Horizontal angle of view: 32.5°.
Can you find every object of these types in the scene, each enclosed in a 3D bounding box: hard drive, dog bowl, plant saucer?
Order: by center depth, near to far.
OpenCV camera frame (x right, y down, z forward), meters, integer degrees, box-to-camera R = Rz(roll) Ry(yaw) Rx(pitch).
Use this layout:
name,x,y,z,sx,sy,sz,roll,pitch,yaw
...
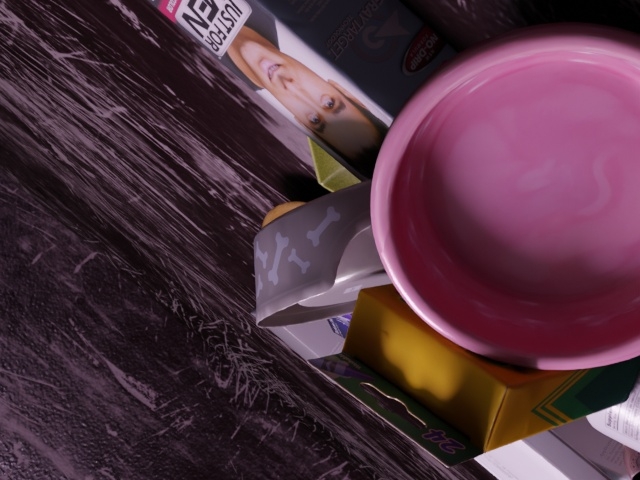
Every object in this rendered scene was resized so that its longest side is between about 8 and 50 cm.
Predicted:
name,x,y,z,sx,sy,sz,roll,pitch,yaw
plant saucer,0.213,-0.040,0.992,0.332,0.332,0.084,42,-155,-13
dog bowl,0.083,0.003,1.247,0.349,0.348,0.102,130,125,-73
plant saucer,0.073,-0.093,1.446,0.188,0.045,0.188,31,162,20
hard drive,0.297,0.318,1.609,0.203,0.040,0.307,39,165,7

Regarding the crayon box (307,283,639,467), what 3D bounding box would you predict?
name,x,y,z,sx,sy,sz,roll,pitch,yaw
crayon box,0.173,0.117,1.157,0.322,0.083,0.203,-8,-149,-45

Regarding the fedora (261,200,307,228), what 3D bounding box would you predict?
name,x,y,z,sx,sy,sz,roll,pitch,yaw
fedora,0.000,0.000,1.732,0.194,0.079,0.194,22,137,22

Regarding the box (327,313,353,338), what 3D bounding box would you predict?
name,x,y,z,sx,sy,sz,roll,pitch,yaw
box,0.112,0.124,1.814,0.207,0.108,0.153,27,160,28

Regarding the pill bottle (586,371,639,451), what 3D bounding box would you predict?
name,x,y,z,sx,sy,sz,roll,pitch,yaw
pill bottle,0.410,0.177,1.279,0.283,0.160,0.160,26,159,35

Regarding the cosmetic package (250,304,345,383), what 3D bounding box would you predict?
name,x,y,z,sx,sy,sz,roll,pitch,yaw
cosmetic package,-0.012,0.183,2.215,0.238,0.107,0.127,38,166,-12

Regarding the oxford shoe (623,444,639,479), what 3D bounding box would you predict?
name,x,y,z,sx,sy,sz,roll,pitch,yaw
oxford shoe,0.505,0.283,1.335,0.271,0.098,0.097,5,126,13

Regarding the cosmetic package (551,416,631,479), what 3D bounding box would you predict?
name,x,y,z,sx,sy,sz,roll,pitch,yaw
cosmetic package,0.444,0.319,1.612,0.224,0.138,0.224,21,156,46

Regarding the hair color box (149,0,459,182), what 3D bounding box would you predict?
name,x,y,z,sx,sy,sz,roll,pitch,yaw
hair color box,-0.020,-0.226,1.181,0.374,0.114,0.185,39,162,-8
